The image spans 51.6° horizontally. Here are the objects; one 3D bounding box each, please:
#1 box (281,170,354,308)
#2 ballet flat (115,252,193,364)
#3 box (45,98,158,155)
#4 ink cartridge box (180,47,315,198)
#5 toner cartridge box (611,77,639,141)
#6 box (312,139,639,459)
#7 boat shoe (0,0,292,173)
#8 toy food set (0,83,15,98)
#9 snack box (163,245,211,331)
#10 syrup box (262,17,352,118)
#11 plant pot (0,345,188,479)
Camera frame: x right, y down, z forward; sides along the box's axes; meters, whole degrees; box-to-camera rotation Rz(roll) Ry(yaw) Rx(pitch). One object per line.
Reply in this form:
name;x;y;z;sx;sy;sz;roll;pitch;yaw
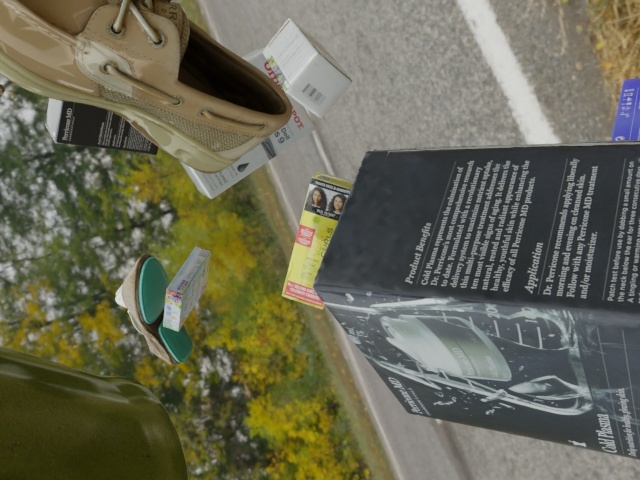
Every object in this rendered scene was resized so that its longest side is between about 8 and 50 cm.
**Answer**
box;0.000;0.000;1.177;0.058;0.087;0.232;-54;-19;-68
ballet flat;-0.398;0.158;1.525;0.124;0.116;0.342;11;140;23
box;-0.363;-0.297;1.165;0.103;0.184;0.261;41;119;46
ink cartridge box;-0.189;-0.261;1.453;0.211;0.289;0.121;59;167;-22
toner cartridge box;0.572;-0.139;1.186;0.075;0.348;0.165;-2;130;33
box;0.321;0.102;1.076;0.471;0.297;0.480;4;146;33
boat shoe;-0.156;-0.169;0.536;0.341;0.110;0.122;26;-133;-52
toy food set;-0.587;-0.265;1.127;0.078;0.122;0.019;-179;94;-70
snack box;-0.258;0.092;1.285;0.141;0.037;0.100;-66;-9;-53
syrup box;-0.031;-0.341;1.291;0.093;0.096;0.237;33;-162;-32
plant pot;-0.309;0.231;0.529;0.353;0.366;0.367;14;-140;-49
